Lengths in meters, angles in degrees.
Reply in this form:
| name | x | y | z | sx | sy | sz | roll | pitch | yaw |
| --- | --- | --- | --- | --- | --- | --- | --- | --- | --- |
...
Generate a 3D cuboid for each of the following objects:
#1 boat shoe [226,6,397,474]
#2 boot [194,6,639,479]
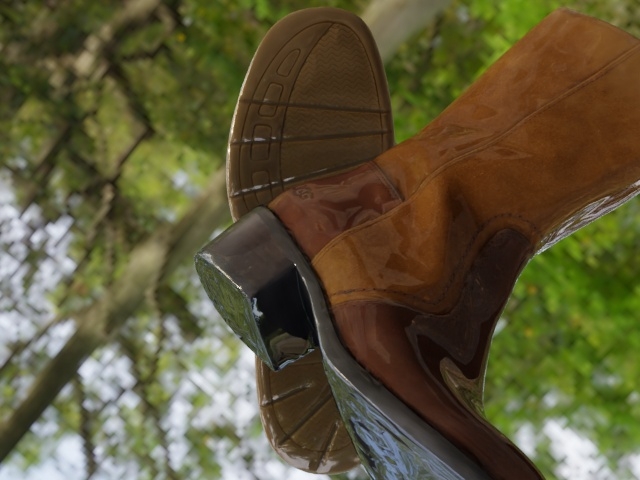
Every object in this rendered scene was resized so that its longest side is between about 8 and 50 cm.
| name | x | y | z | sx | sy | sz | roll | pitch | yaw |
| --- | --- | --- | --- | --- | --- | --- | --- | --- | --- |
| boat shoe | 0.000 | 0.000 | 1.130 | 0.104 | 0.285 | 0.089 | 1 | 177 | 10 |
| boot | 0.114 | 0.012 | 0.961 | 0.264 | 0.280 | 0.096 | 40 | 156 | 45 |
